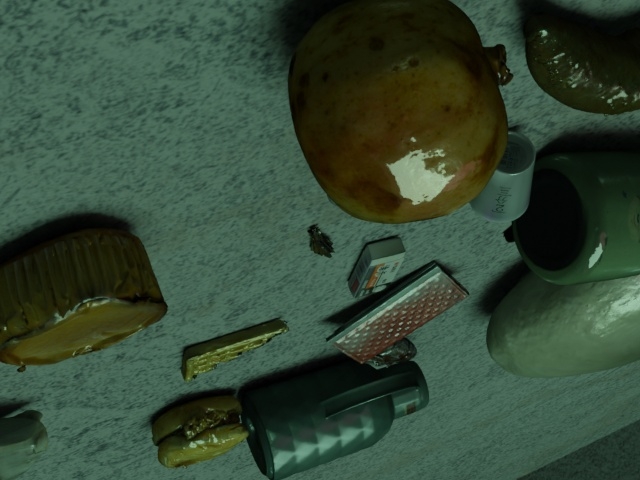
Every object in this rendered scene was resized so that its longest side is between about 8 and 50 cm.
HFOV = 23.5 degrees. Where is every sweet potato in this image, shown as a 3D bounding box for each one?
[{"bbox_3d":[0.311,-0.190,1.629,0.310,0.098,0.124,-5,132,-33],"label":"sweet potato"}]

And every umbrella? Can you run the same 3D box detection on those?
[{"bbox_3d":[-0.001,0.002,1.898,0.031,0.020,0.083,14,167,17],"label":"umbrella"}]

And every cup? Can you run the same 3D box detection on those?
[{"bbox_3d":[0.205,-0.079,1.847,0.104,0.074,0.116,8,154,4],"label":"cup"}]

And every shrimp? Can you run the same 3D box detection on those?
[{"bbox_3d":[0.085,0.157,2.299,0.165,0.056,0.065,18,157,-41],"label":"shrimp"}]

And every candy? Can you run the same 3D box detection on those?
[{"bbox_3d":[0.451,0.097,2.347,0.427,0.186,0.386,-30,162,30],"label":"candy"}]

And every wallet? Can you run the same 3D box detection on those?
[{"bbox_3d":[0.111,0.107,2.193,0.196,0.020,0.103,-36,138,16],"label":"wallet"}]

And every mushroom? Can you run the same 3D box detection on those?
[{"bbox_3d":[-0.524,0.284,1.979,0.351,0.097,0.109,-4,151,-29],"label":"mushroom"}]

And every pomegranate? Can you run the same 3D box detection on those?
[{"bbox_3d":[0.079,-0.122,1.406,0.215,0.215,0.215,-19,159,-8],"label":"pomegranate"}]

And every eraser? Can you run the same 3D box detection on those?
[{"bbox_3d":[0.074,0.037,2.034,0.052,0.029,0.122,-15,158,-19],"label":"eraser"}]

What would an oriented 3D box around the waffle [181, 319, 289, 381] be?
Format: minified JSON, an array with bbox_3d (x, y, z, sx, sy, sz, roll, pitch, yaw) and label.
[{"bbox_3d":[-0.120,0.153,2.138,0.153,0.023,0.097,-18,160,-12],"label":"waffle"}]

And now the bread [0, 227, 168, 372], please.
[{"bbox_3d":[-0.272,0.059,1.661,0.199,0.104,0.199,-18,163,-6],"label":"bread"}]

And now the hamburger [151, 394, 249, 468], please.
[{"bbox_3d":[-0.185,0.290,2.327,0.138,0.083,0.147,-9,158,-38],"label":"hamburger"}]

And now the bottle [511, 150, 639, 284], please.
[{"bbox_3d":[0.420,-0.034,1.996,0.347,0.168,0.168,-3,152,-36],"label":"bottle"}]

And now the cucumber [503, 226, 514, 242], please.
[{"bbox_3d":[0.302,-0.028,2.090,0.033,0.034,0.135,-11,157,-38],"label":"cucumber"}]

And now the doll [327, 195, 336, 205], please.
[{"bbox_3d":[0.067,-0.092,1.662,0.142,0.076,0.245,-18,155,-8],"label":"doll"}]

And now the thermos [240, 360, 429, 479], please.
[{"bbox_3d":[0.030,0.257,2.364,0.286,0.145,0.182,-18,167,-13],"label":"thermos"}]
